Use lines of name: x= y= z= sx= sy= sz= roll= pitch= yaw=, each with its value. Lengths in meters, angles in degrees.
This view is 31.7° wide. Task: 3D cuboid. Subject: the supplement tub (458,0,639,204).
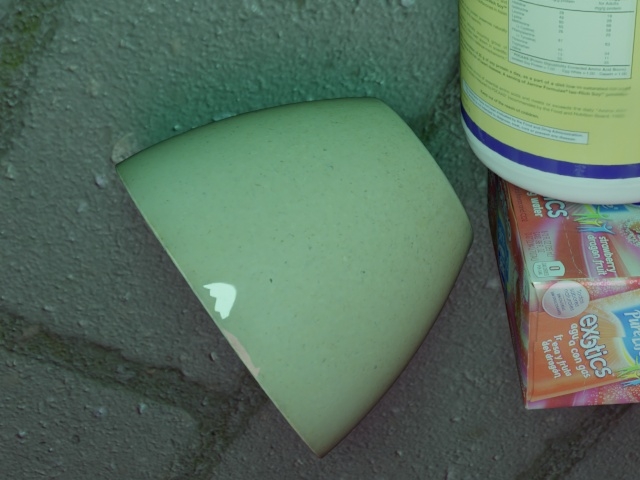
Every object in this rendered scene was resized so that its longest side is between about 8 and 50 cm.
supplement tub: x=0.228 y=-0.222 z=0.895 sx=0.241 sy=0.241 sz=0.331 roll=-4 pitch=128 yaw=4

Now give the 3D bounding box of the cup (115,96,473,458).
cup: x=0.000 y=0.000 z=1.056 sx=0.237 sy=0.331 sz=0.331 roll=-35 pitch=122 yaw=-5

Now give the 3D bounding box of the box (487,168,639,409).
box: x=0.242 y=-0.001 z=1.025 sx=0.154 sy=0.300 sz=0.142 roll=-4 pitch=125 yaw=3
